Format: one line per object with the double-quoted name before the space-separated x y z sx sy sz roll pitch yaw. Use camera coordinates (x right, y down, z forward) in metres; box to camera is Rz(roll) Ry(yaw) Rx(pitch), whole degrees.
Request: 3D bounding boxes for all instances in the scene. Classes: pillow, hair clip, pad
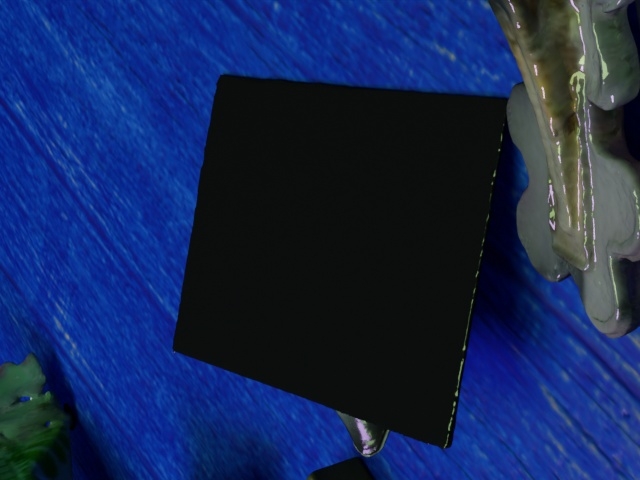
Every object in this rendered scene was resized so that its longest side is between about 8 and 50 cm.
"pillow" 0.015 0.069 0.996 0.136 0.055 0.091 37 130 42
"hair clip" 0.120 -0.077 0.759 0.146 0.075 0.257 38 148 59
"pad" 0.001 0.000 0.980 0.300 0.005 0.202 11 92 53

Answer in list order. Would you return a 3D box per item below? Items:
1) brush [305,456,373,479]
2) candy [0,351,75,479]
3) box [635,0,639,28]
"brush" 0.052 0.266 1.030 0.233 0.047 0.103 54 141 26
"candy" -0.282 0.302 1.330 0.398 0.263 0.172 61 156 19
"box" 0.230 -0.069 0.658 0.220 0.032 0.122 -2 101 55
